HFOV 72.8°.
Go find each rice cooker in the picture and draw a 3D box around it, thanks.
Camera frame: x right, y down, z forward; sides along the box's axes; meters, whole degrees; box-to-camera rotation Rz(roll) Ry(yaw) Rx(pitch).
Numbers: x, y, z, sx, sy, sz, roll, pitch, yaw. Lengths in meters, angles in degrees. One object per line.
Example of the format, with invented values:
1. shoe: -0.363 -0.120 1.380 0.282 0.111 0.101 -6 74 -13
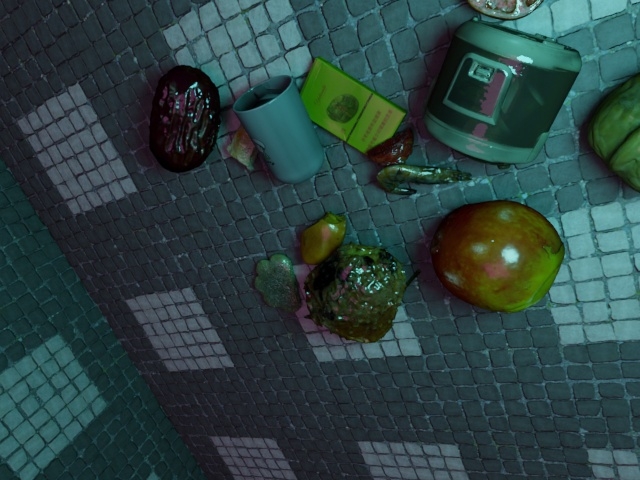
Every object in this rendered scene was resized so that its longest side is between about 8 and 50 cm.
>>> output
1. rice cooker: 0.441 -0.366 1.117 0.335 0.335 0.325 23 124 11

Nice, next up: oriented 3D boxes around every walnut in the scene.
1. walnut: 0.819 -0.266 1.042 0.282 0.253 0.277 42 119 2

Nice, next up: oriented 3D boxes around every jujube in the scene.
1. jujube: -0.482 -0.426 1.550 0.258 0.258 0.376 33 118 4

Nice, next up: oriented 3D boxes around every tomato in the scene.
1. tomato: 0.477 -0.669 1.073 0.237 0.095 0.236 11 118 22

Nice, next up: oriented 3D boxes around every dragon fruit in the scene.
1. dragon fruit: 0.242 -0.268 1.378 0.162 0.083 0.106 -30 133 14

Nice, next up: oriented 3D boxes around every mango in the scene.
1. mango: 0.000 0.000 1.626 0.154 0.126 0.252 44 126 11

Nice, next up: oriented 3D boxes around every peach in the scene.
1. peach: 0.513 0.037 1.302 0.370 0.370 0.370 10 120 19

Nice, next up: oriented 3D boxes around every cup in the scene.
1. cup: -0.119 -0.344 1.407 0.206 0.205 0.312 -7 132 27

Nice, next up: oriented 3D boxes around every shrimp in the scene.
1. shrimp: 0.328 -0.189 1.407 0.296 0.058 0.169 5 159 3

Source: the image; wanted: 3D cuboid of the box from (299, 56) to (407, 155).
1. box: 0.091 -0.422 1.405 0.335 0.047 0.187 33 125 3

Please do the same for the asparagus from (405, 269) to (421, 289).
1. asparagus: 0.336 0.155 1.627 0.018 0.015 0.127 34 125 5

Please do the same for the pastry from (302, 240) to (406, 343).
1. pastry: 0.111 0.188 1.564 0.338 0.292 0.405 0 131 -8

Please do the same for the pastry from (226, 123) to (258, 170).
1. pastry: -0.254 -0.388 1.547 0.122 0.089 0.258 26 123 0

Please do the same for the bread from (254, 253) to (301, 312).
1. bread: -0.193 0.190 1.858 0.207 0.056 0.286 -5 113 24
